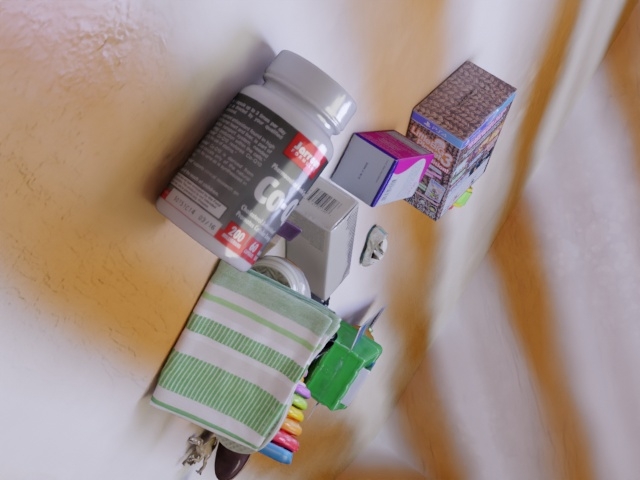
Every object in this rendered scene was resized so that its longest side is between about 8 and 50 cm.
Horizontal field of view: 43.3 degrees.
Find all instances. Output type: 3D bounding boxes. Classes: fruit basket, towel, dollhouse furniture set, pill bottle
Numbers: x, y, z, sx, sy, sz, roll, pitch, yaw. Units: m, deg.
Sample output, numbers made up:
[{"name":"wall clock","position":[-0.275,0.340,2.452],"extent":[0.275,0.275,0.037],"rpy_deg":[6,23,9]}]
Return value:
[{"name":"fruit basket","position":[0.093,0.357,2.396],"extent":[0.327,0.165,0.353],"rpy_deg":[-59,164,14]},{"name":"towel","position":[-0.142,0.218,1.477],"extent":[0.325,0.248,0.038],"rpy_deg":[-59,-167,17]},{"name":"dollhouse furniture set","position":[-0.103,-0.035,1.462],"extent":[0.114,0.091,0.081],"rpy_deg":[-40,-146,31]},{"name":"pill bottle","position":[-0.084,-0.112,1.126],"extent":[0.283,0.161,0.161],"rpy_deg":[-53,162,-3]}]

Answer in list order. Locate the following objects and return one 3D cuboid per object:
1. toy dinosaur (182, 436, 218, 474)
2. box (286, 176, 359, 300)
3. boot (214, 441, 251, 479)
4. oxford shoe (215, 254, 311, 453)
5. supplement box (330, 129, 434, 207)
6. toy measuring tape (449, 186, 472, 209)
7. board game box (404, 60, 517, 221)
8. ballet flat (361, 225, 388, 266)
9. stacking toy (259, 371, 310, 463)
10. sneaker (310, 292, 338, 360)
[{"name":"toy dinosaur","position":[-0.275,0.504,1.919],"extent":[0.093,0.053,0.183],"rpy_deg":[-54,162,-5]},{"name":"box","position":[0.000,0.000,1.616],"extent":[0.094,0.113,0.275],"rpy_deg":[-47,162,-25]},{"name":"boot","position":[-0.218,0.436,1.869],"extent":[0.248,0.090,0.207],"rpy_deg":[-67,155,-9]},{"name":"oxford shoe","position":[-0.112,0.225,1.589],"extent":[0.130,0.169,0.449],"rpy_deg":[-51,156,-66]},{"name":"supplement box","position":[0.133,-0.152,1.671],"extent":[0.220,0.114,0.111],"rpy_deg":[-15,137,-61]},{"name":"toy measuring tape","position":[0.341,-0.141,2.203],"extent":[0.121,0.121,0.330],"rpy_deg":[-60,161,16]},{"name":"board game box","position":[0.314,-0.233,1.925],"extent":[0.232,0.141,0.291],"rpy_deg":[-43,158,-31]},{"name":"ballet flat","position":[0.143,0.027,2.105],"extent":[0.057,0.052,0.168],"rpy_deg":[-44,159,-29]},{"name":"stacking toy","position":[-0.091,0.417,2.117],"extent":[0.175,0.165,0.302],"rpy_deg":[96,18,-72]},{"name":"sneaker","position":[0.004,0.157,1.846],"extent":[0.296,0.147,0.104],"rpy_deg":[-50,160,-16]}]
